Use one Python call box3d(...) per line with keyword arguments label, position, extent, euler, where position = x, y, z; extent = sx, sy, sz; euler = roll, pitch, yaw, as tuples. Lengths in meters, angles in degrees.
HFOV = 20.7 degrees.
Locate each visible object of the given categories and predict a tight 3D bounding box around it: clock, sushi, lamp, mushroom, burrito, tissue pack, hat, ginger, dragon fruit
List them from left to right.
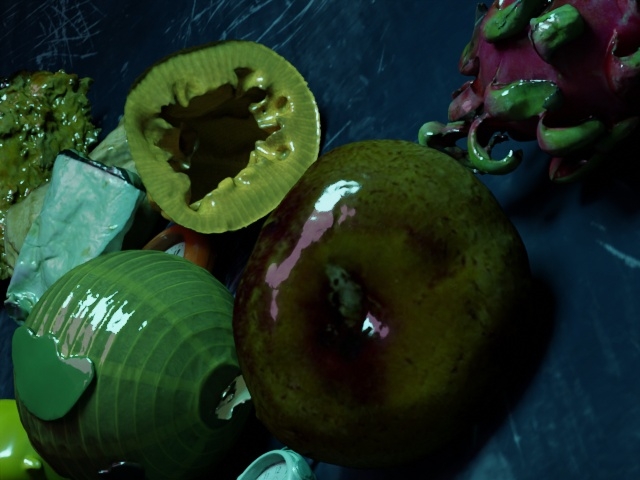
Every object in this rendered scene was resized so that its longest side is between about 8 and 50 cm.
box3d(label="sushi", position=(-0.469, -0.096, 2.496), extent=(0.207, 0.234, 0.348), euler=(-23, 44, 46))
box3d(label="tissue pack", position=(-0.309, 0.253, 1.854), extent=(0.127, 0.178, 0.123), euler=(-13, 42, 25))
box3d(label="burrito", position=(-0.293, 0.013, 2.104), extent=(0.144, 0.089, 0.228), euler=(22, 90, 36))
box3d(label="ginger", position=(-0.262, -0.059, 2.213), extent=(0.354, 0.126, 0.190), euler=(-44, 47, 11))
box3d(label="clock", position=(-0.190, 0.069, 2.029), extent=(0.205, 0.051, 0.205), euler=(-40, 28, 27))
box3d(label="lamp", position=(-0.159, 0.133, 1.712), extent=(0.284, 0.250, 0.250), euler=(7, 62, 39))
box3d(label="hat", position=(-0.151, -0.081, 2.033), extent=(0.233, 0.233, 0.244), euler=(141, 132, -59))
box3d(label="clock", position=(-0.042, 0.235, 1.596), extent=(0.101, 0.041, 0.135), euler=(-19, 40, 49))
box3d(label="mushroom", position=(0.063, 0.048, 1.507), extent=(0.267, 0.267, 0.254), euler=(-36, -3, 31))
box3d(label="dragon fruit", position=(0.219, -0.151, 1.513), extent=(0.273, 0.198, 0.218), euler=(122, 158, -58))
